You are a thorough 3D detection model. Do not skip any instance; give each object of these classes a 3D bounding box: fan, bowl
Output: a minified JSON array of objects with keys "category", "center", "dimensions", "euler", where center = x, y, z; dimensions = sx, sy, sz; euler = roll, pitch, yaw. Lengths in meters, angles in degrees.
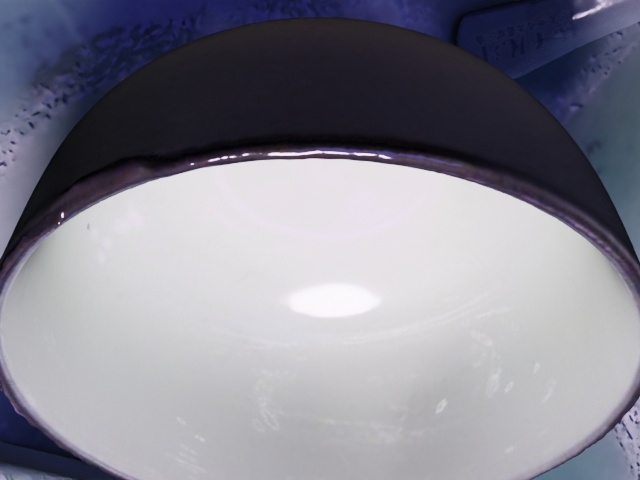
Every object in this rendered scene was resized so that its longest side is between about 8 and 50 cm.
[{"category":"fan","center":[0.228,-0.164,0.805],"dimensions":[0.282,0.023,0.057],"euler":[-15,111,14]},{"category":"bowl","center":[0.000,0.000,0.692],"dimensions":[0.353,0.354,0.185],"euler":[18,48,-21]}]

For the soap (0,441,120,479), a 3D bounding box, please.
[{"category":"soap","center":[-0.236,0.189,0.723],"dimensions":[0.230,0.091,0.145],"euler":[18,89,-21]}]
